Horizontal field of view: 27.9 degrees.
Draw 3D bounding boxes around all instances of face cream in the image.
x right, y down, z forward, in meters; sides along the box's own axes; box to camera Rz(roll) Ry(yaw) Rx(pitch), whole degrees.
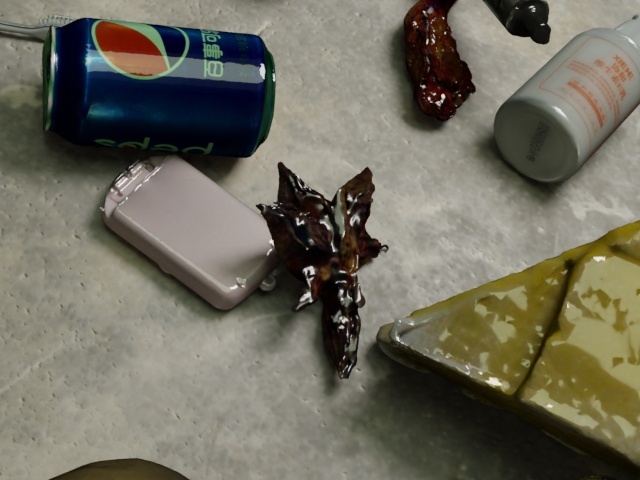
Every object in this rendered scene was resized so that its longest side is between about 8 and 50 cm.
[{"bbox_3d":[0.285,-0.164,1.333,0.101,0.101,0.251,40,55,11],"label":"face cream"}]

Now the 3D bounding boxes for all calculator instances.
[{"bbox_3d":[-0.110,-0.010,1.146,0.175,0.032,0.100,36,54,8],"label":"calculator"}]

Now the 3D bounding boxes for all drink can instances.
[{"bbox_3d":[-0.148,-0.138,1.170,0.205,0.118,0.118,2,57,-15],"label":"drink can"}]

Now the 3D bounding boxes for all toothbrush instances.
[{"bbox_3d":[-0.368,-0.216,1.213,0.288,0.021,0.024,6,45,-14],"label":"toothbrush"}]

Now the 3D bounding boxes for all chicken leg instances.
[{"bbox_3d":[0.122,-0.207,1.344,0.093,0.053,0.205,21,57,-32],"label":"chicken leg"}]

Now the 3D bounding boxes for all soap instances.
[{"bbox_3d":[0.255,0.008,1.094,0.304,0.169,0.339,28,81,9],"label":"soap"}]

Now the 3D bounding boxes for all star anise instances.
[{"bbox_3d":[-0.003,0.001,1.138,0.157,0.053,0.212,42,47,-24],"label":"star anise"}]

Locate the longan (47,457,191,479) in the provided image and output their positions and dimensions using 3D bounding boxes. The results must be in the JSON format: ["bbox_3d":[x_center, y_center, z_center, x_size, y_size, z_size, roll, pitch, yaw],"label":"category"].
[{"bbox_3d":[-0.147,0.236,0.891,0.189,0.189,0.189,8,55,-12],"label":"longan"}]

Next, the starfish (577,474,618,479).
[{"bbox_3d":[0.215,0.256,1.002,0.074,0.190,0.146,13,80,-29],"label":"starfish"}]

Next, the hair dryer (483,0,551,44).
[{"bbox_3d":[0.110,-0.312,1.300,0.320,0.156,0.284,7,18,-16],"label":"hair dryer"}]
